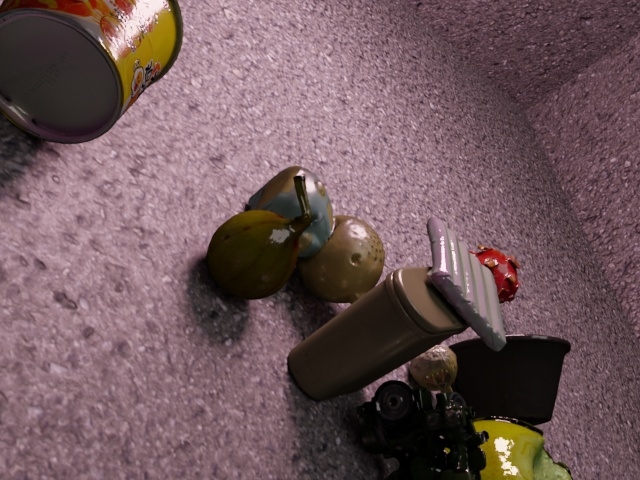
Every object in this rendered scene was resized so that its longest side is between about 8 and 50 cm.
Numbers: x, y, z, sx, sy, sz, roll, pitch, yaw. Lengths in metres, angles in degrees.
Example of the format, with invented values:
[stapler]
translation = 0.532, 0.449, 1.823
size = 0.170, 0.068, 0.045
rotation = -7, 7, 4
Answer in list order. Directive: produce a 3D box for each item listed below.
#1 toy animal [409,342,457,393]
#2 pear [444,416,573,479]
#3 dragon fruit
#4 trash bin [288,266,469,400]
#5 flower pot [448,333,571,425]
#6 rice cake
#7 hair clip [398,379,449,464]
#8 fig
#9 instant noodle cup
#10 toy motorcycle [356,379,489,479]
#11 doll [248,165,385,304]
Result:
[toy animal]
translation = 0.226, 0.250, 1.896
size = 0.098, 0.098, 0.137
rotation = -94, 157, -49
[pear]
translation = 0.349, 0.471, 1.753
size = 0.292, 0.159, 0.292
rotation = 39, 32, -30
[dragon fruit]
translation = 0.426, 0.082, 2.426
size = 0.166, 0.136, 0.133
rotation = 36, 34, 5
[trash bin]
translation = 0.100, 0.153, 1.593
size = 0.243, 0.247, 0.121
rotation = 1, 57, -60
[flower pot]
translation = 0.381, 0.294, 1.980
size = 0.269, 0.269, 0.166
rotation = 21, 63, -51
[rice cake]
translation = 0.240, 0.067, 1.620
size = 0.189, 0.037, 0.198
rotation = 47, 24, -15
[hair clip]
translation = 0.179, 0.341, 1.694
size = 0.218, 0.071, 0.159
rotation = 59, 2, 37
[fig]
translation = -0.083, 0.011, 1.525
size = 0.142, 0.186, 0.148
rotation = 54, 26, -45
[instant noodle cup]
translation = -0.342, -0.274, 1.358
size = 0.264, 0.264, 0.200
rotation = 44, 33, -22
[toy motorcycle]
translation = 0.167, 0.355, 1.549
size = 0.127, 0.205, 0.275
rotation = 8, 70, -62
[doll]
translation = 0.000, 0.000, 1.715
size = 0.260, 0.161, 0.177
rotation = 44, 25, -17
